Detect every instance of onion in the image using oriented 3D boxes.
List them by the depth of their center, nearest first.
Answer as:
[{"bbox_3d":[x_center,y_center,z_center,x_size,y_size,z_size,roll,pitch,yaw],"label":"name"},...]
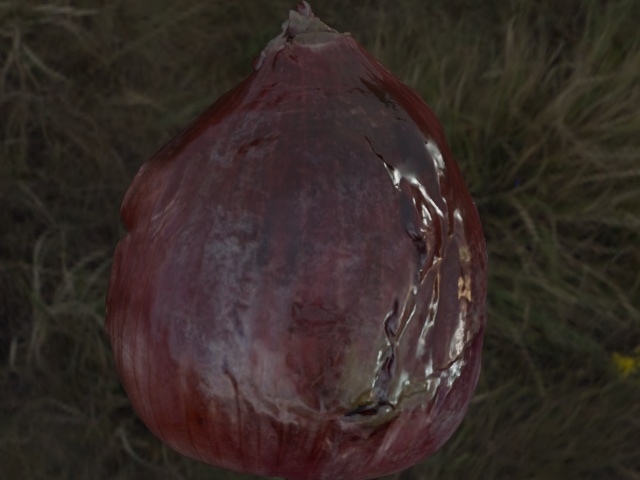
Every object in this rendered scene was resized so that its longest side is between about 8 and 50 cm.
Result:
[{"bbox_3d":[0.000,0.000,0.750,0.227,0.120,0.283,0,90,-21],"label":"onion"}]
